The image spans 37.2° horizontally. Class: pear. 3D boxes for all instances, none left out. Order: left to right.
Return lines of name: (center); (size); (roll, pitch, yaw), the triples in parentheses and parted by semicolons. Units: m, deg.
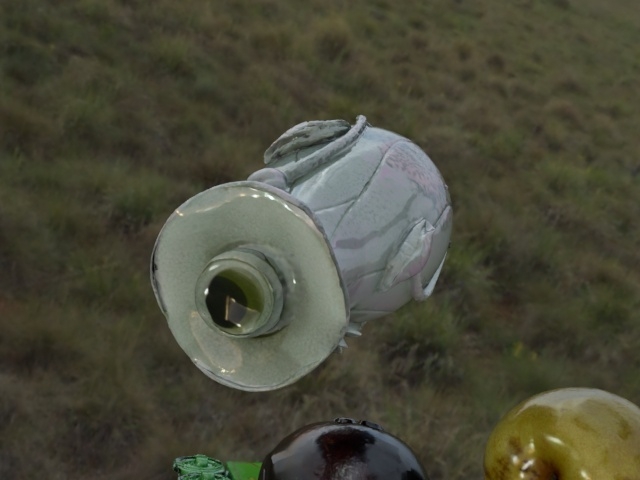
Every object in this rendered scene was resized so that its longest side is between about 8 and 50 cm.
pear: (0.285, 0.262, 1.026); (0.209, 0.209, 0.209); (20, 20, -8)

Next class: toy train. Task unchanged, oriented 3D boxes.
toy train: (-0.123, 0.388, 1.370); (0.188, 0.132, 0.243); (6, -1, -13)

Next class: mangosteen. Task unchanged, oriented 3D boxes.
mangosteen: (0.024, 0.293, 1.030); (0.210, 0.210, 0.210); (20, 20, -8)

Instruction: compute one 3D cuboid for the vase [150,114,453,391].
vase: (0.000, 0.000, 1.006); (0.250, 0.250, 0.445); (27, 20, 12)
